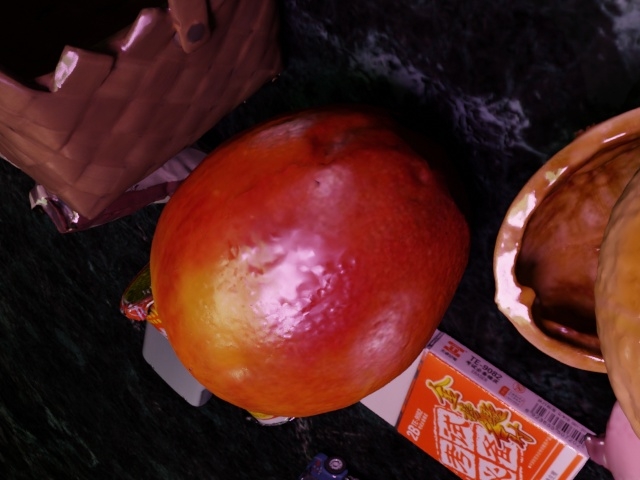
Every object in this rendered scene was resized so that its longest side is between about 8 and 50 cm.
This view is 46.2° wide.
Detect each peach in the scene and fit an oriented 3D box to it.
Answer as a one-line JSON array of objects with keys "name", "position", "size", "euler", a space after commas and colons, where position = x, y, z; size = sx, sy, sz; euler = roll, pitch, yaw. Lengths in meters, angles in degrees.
[{"name": "peach", "position": [0.000, 0.014, 0.622], "size": [0.238, 0.281, 0.281], "euler": [-115, 19, -45]}]

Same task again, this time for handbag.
[{"name": "handbag", "position": [-0.223, -0.096, 0.778], "size": [0.213, 0.235, 0.127], "euler": [41, 121, 19]}]

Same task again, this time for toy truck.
[{"name": "toy truck", "position": [0.055, 0.372, 0.997], "size": [0.202, 0.088, 0.074], "euler": [27, 139, 29]}]

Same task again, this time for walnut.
[{"name": "walnut", "position": [0.215, -0.007, 0.480], "size": [0.211, 0.087, 0.167], "euler": [-20, 100, 23]}]

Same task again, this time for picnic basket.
[{"name": "picnic basket", "position": [-0.181, -0.219, 0.561], "size": [0.254, 0.291, 0.321], "euler": [32, 152, 25]}]

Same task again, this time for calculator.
[{"name": "calculator", "position": [-0.207, 0.162, 1.126], "size": [0.141, 0.045, 0.246], "euler": [40, 143, 14]}]

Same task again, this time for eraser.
[{"name": "eraser", "position": [0.150, 0.182, 0.772], "size": [0.230, 0.038, 0.157], "euler": [34, 141, 22]}]

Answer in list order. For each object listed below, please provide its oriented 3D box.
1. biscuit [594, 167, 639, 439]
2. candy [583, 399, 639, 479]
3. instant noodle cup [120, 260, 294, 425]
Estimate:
[{"name": "biscuit", "position": [0.281, 0.063, 0.367], "size": [0.274, 0.091, 0.213], "euler": [2, 88, 8]}, {"name": "candy", "position": [0.322, 0.154, 0.519], "size": [0.255, 0.094, 0.255], "euler": [28, 138, 28]}, {"name": "instant noodle cup", "position": [-0.084, 0.090, 0.836], "size": [0.193, 0.193, 0.212], "euler": [-14, 118, 51]}]
